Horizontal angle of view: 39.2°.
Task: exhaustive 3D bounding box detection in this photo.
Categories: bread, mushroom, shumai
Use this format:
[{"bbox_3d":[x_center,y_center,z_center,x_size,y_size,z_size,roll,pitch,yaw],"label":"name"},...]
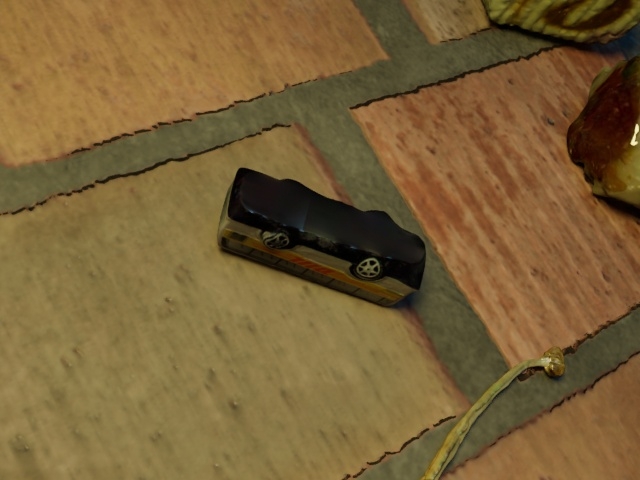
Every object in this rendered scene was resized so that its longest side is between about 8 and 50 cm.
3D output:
[{"bbox_3d":[0.265,-0.392,1.014,0.187,0.155,0.339,9,60,-16],"label":"bread"},{"bbox_3d":[0.112,0.160,0.724,0.286,0.028,0.026,-30,121,-34],"label":"mushroom"},{"bbox_3d":[0.420,-0.092,0.887,0.283,0.217,0.346,31,57,-8],"label":"shumai"}]

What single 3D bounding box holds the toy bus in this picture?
[{"bbox_3d":[0.000,0.000,0.723,0.171,0.072,0.058,20,58,-17],"label":"toy bus"}]
